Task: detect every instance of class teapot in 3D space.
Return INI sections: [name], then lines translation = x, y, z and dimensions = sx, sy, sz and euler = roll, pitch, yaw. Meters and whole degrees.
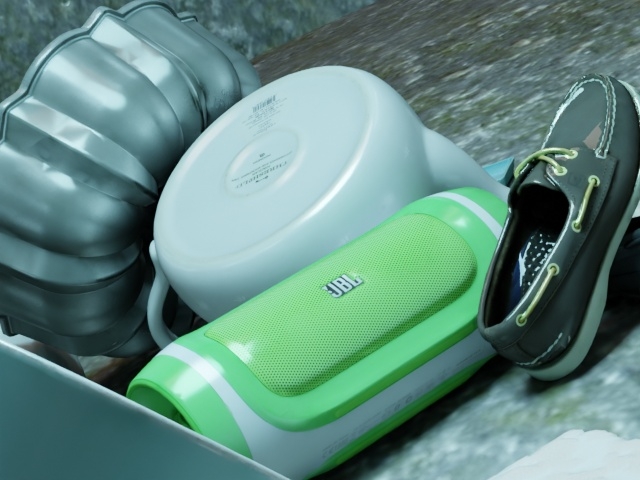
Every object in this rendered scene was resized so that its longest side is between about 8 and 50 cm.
[teapot]
translation = 0.000, 0.000, 1.463
dimensions = 0.256, 0.187, 0.252
euler = 14, 61, 50

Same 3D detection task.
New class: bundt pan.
[bundt pan]
translation = -0.153, -0.036, 1.591
dimensions = 0.124, 0.330, 0.331
euler = 28, 44, 28

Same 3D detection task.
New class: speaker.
[speaker]
translation = 0.016, 0.073, 1.257
dimensions = 0.296, 0.131, 0.131
euler = -30, 15, -29

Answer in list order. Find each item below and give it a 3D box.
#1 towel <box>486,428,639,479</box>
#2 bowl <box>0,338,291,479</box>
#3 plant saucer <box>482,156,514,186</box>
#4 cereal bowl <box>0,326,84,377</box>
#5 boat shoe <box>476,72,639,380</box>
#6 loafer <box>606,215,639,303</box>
[towel]
translation = 0.104, 0.195, 0.812
dimensions = 0.317, 0.053, 0.332
euler = -30, 15, -25
[bowl]
translation = -0.151, 0.158, 0.974
dimensions = 0.311, 0.312, 0.163
euler = 5, 68, 64
[plant saucer]
translation = 0.099, -0.035, 1.774
dimensions = 0.192, 0.018, 0.067
euler = -18, 15, 21
[cereal bowl]
translation = -0.400, 0.138, 1.705
dimensions = 0.339, 0.141, 0.339
euler = -22, 13, 5
[boat shoe]
translation = 0.164, -0.021, 1.240
dimensions = 0.081, 0.069, 0.227
euler = -9, 57, 48
[loafer]
translation = 0.204, 0.004, 1.309
dimensions = 0.076, 0.078, 0.223
euler = -31, 15, -28
